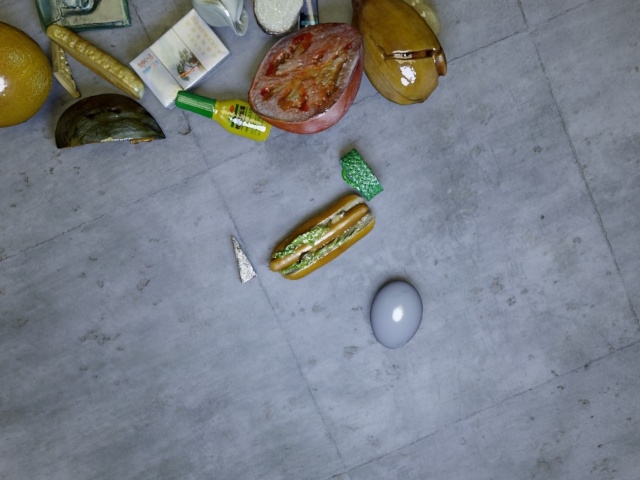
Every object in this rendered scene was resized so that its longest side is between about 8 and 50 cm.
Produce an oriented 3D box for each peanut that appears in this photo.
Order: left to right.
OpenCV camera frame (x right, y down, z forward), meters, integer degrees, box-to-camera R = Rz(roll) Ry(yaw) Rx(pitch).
[{"bbox_3d":[0.261,-0.632,1.324,0.082,0.082,0.187,-36,97,2],"label":"peanut"}]

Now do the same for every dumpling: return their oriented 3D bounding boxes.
[{"bbox_3d":[-0.265,-0.635,1.265,0.132,0.162,0.250,-35,62,19],"label":"dumpling"}]

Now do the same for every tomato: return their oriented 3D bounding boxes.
[{"bbox_3d":[-0.021,-0.405,1.276,0.338,0.144,0.339,-11,59,20],"label":"tomato"}]

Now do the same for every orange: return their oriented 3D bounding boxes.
[{"bbox_3d":[-0.824,-0.417,1.214,0.274,0.274,0.275,0,96,-2],"label":"orange"}]

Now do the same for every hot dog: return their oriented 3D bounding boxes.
[{"bbox_3d":[-0.598,-0.483,1.303,0.285,0.088,0.061,34,85,-13],"label":"hot dog"},{"bbox_3d":[0.000,0.000,1.369,0.337,0.100,0.135,-34,97,1],"label":"hot dog"}]

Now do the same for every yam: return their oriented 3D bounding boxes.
[{"bbox_3d":[-0.114,-0.595,1.244,0.129,0.238,0.128,-28,110,1],"label":"yam"}]

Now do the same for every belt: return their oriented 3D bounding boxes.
[{"bbox_3d":[0.105,-0.178,1.346,0.079,0.121,0.151,-34,84,6],"label":"belt"}]

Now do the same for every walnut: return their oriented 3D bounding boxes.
[{"bbox_3d":[0.190,-0.515,1.279,0.209,0.209,0.336,-39,91,2],"label":"walnut"}]

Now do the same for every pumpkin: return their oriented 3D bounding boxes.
[{"bbox_3d":[-0.585,-0.319,1.278,0.312,0.169,0.148,-8,99,-2],"label":"pumpkin"}]

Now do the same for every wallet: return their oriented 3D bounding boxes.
[{"bbox_3d":[-0.642,-0.650,1.304,0.235,0.055,0.160,-7,103,-2],"label":"wallet"}]

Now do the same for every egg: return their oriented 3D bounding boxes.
[{"bbox_3d":[0.213,0.210,1.375,0.146,0.146,0.199,15,102,-4],"label":"egg"}]

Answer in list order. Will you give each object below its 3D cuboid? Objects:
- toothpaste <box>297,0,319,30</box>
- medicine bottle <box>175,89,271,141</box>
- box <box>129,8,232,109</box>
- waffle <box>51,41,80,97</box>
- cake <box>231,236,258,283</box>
[{"bbox_3d":[-0.036,-0.632,1.335,0.071,0.045,0.194,0,102,6],"label":"toothpaste"},{"bbox_3d":[-0.261,-0.348,1.318,0.260,0.064,0.095,14,102,-15],"label":"medicine bottle"},{"bbox_3d":[-0.379,-0.491,1.321,0.233,0.067,0.149,-40,95,3],"label":"box"},{"bbox_3d":[-0.703,-0.478,1.336,0.023,0.097,0.153,-20,64,1],"label":"waffle"},{"bbox_3d":[-0.218,0.052,1.391,0.055,0.051,0.140,-14,96,-7],"label":"cake"}]
